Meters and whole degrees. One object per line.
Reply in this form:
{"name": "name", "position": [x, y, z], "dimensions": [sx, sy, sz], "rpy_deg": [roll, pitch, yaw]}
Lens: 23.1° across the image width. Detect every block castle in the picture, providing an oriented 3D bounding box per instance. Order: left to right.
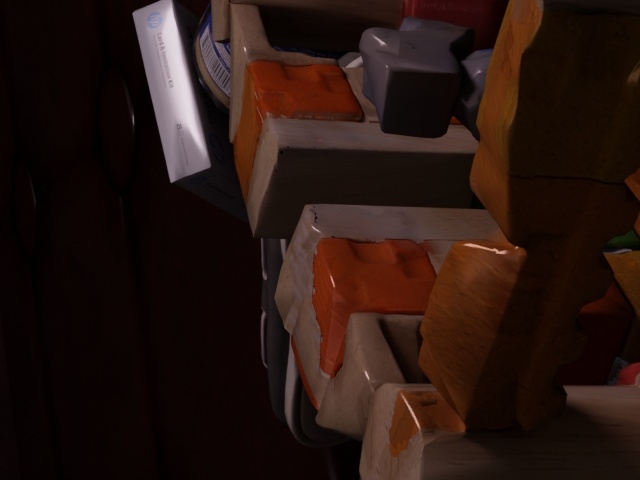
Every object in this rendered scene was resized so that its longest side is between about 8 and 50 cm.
{"name": "block castle", "position": [0.103, -0.105, 0.668], "dimensions": [0.453, 0.213, 0.303], "rpy_deg": [-111, 28, -52]}

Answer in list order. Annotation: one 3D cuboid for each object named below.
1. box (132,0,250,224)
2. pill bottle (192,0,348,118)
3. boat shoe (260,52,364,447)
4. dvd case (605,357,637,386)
{"name": "box", "position": [-0.075, -0.092, 1.225], "dimensions": [0.186, 0.038, 0.145], "rpy_deg": [29, -137, -63]}
{"name": "pill bottle", "position": [-0.004, -0.171, 1.080], "dimensions": [0.219, 0.123, 0.122], "rpy_deg": [132, 128, -60]}
{"name": "boat shoe", "position": [0.000, 0.000, 1.126], "dimensions": [0.095, 0.112, 0.335], "rpy_deg": [50, 143, 46]}
{"name": "dvd case", "position": [0.162, 0.004, 0.865], "dimensions": [0.253, 0.022, 0.180], "rpy_deg": [-126, 36, -48]}
